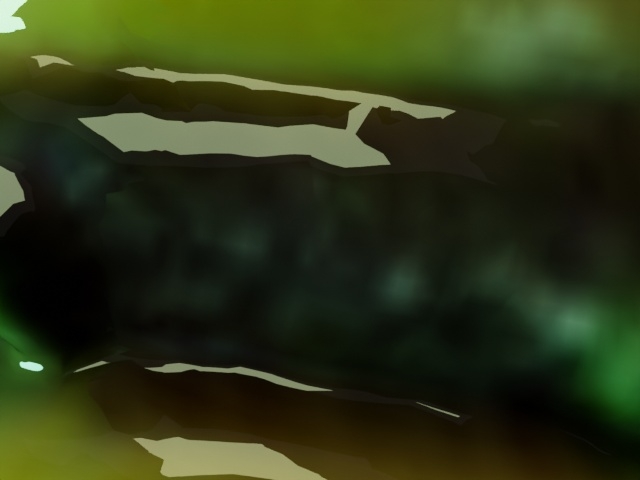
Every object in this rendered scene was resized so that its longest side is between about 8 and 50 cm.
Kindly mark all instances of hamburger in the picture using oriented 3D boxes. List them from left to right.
[{"bbox_3d":[0.000,0.000,0.562,0.395,0.278,0.396,6,1,0],"label":"hamburger"}]
